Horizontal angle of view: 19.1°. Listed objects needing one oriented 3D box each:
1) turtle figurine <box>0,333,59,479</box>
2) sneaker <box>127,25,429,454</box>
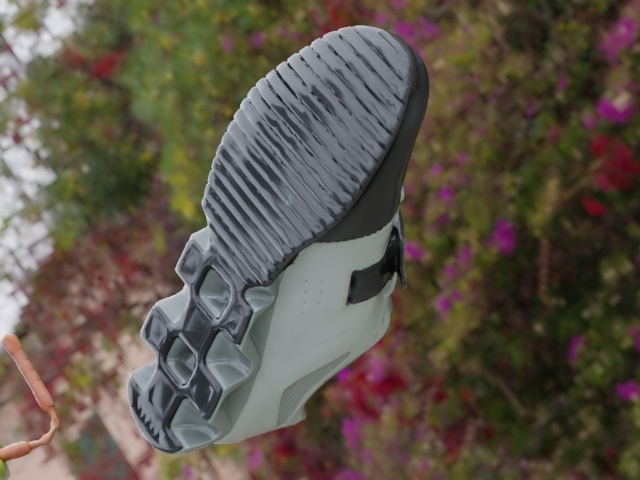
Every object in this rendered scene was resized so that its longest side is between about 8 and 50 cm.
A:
[{"bbox_3d":[-0.308,0.128,1.256,0.217,0.269,0.087,-53,-28,-14],"label":"turtle figurine"},{"bbox_3d":[0.000,0.000,1.248,0.146,0.122,0.330,1,-48,-40],"label":"sneaker"}]
